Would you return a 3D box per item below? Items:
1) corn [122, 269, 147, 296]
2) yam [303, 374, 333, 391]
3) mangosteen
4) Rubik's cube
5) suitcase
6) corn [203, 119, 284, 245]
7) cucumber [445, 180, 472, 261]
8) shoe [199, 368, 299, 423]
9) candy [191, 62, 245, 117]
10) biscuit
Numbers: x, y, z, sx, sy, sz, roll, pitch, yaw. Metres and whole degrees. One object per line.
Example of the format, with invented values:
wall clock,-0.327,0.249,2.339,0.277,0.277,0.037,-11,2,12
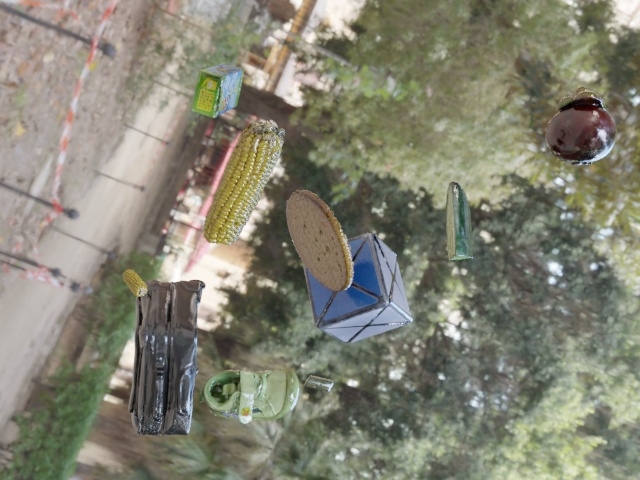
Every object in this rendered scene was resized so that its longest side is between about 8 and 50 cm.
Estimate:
corn,-0.435,0.100,1.810,0.092,0.037,0.037,40,-69,40
yam,-0.007,0.463,2.504,0.043,0.094,0.043,-163,-90,-76
mangosteen,0.650,-0.286,1.927,0.200,0.199,0.200,-157,-90,-78
Rubik's cube,0.120,0.157,2.434,0.260,0.255,0.259,-18,-114,19
suitcase,-0.397,0.303,2.012,0.339,0.188,0.345,-109,-153,-61
corn,-0.178,-0.130,1.763,0.115,0.115,0.318,-106,-140,-72
cucumber,0.397,-0.056,2.205,0.115,0.063,0.244,101,-11,-72
shoe,-0.185,0.401,1.978,0.128,0.262,0.140,32,52,-62
candy,-0.235,-0.350,1.794,0.194,0.062,0.097,-61,166,-70
biscuit,0.000,0.000,2.091,0.038,0.305,0.305,-27,174,-24
